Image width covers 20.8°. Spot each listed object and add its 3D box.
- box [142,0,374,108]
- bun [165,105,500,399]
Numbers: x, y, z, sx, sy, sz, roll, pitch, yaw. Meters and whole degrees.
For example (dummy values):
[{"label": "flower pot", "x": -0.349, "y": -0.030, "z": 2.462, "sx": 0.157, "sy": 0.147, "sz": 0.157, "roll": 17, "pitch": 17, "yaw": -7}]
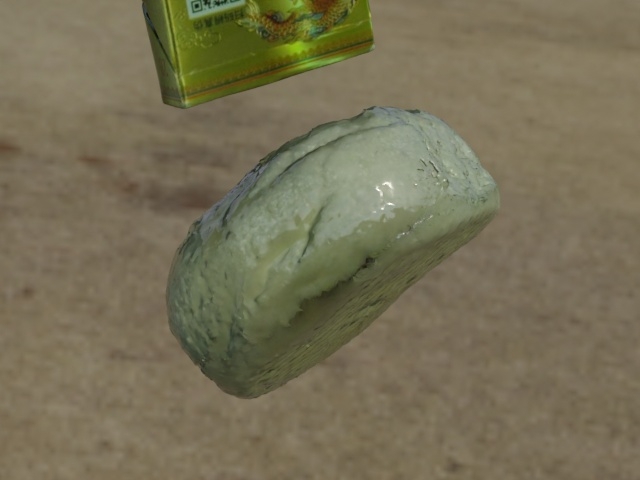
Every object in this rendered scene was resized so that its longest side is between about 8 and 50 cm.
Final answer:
[{"label": "box", "x": -0.060, "y": -0.266, "z": 1.253, "sx": 0.173, "sy": 0.311, "sz": 0.043, "roll": -21, "pitch": 23, "yaw": -28}, {"label": "bun", "x": -0.002, "y": 0.002, "z": 1.061, "sx": 0.108, "sy": 0.221, "sz": 0.221, "roll": 53, "pitch": 24, "yaw": 11}]
